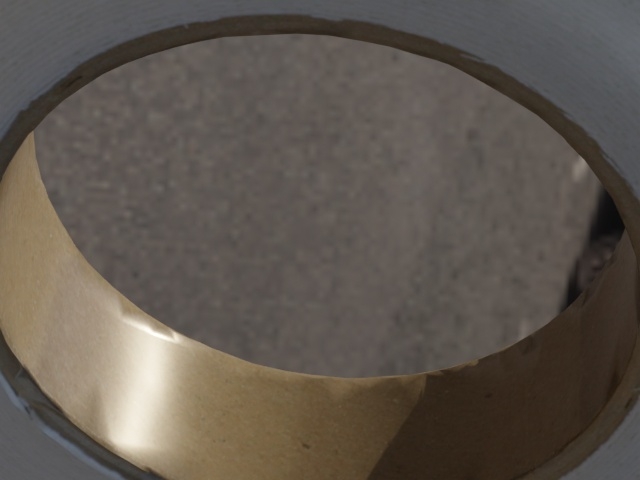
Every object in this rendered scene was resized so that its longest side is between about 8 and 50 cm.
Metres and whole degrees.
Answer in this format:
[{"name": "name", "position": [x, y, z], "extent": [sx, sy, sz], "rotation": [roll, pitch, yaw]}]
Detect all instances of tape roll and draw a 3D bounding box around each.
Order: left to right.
[{"name": "tape roll", "position": [0.000, 0.000, 0.598], "extent": [0.072, 0.392, 0.392], "rotation": [-82, 164, -47]}]
